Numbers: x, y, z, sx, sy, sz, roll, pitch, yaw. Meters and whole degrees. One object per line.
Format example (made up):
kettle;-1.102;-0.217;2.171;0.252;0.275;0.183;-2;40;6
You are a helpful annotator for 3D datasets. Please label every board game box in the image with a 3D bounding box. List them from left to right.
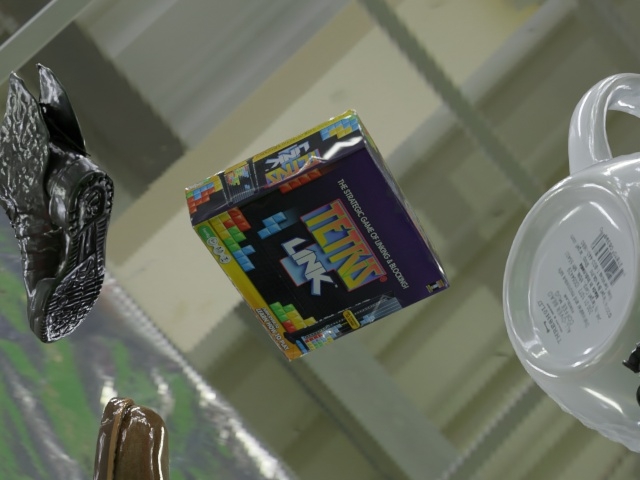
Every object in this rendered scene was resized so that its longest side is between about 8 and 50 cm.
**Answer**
board game box;0.000;0.000;1.292;0.141;0.048;0.170;-25;-47;10

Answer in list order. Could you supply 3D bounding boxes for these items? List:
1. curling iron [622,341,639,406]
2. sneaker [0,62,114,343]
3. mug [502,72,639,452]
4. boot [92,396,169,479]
curling iron;0.240;0.186;1.160;0.035;0.068;0.274;4;-95;-50
sneaker;-0.180;-0.021;1.123;0.051;0.089;0.170;-23;-38;-43
mug;0.322;0.018;1.469;0.328;0.276;0.374;13;-128;-32
boot;-0.080;0.235;1.031;0.115;0.112;0.305;-9;-117;2
